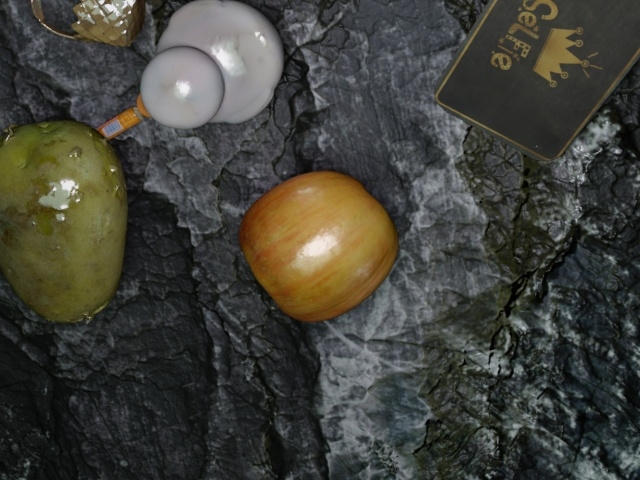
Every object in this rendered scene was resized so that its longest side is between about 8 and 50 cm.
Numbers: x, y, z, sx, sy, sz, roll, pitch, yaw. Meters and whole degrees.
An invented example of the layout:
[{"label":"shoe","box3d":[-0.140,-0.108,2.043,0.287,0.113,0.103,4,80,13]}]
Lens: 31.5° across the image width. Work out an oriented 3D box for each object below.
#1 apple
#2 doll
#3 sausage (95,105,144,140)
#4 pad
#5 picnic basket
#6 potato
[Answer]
[{"label":"apple","box3d":[0.000,0.000,1.887,0.241,0.242,0.242,-34,104,6]},{"label":"doll","box3d":[-0.182,-0.269,1.804,0.251,0.221,0.221,-23,106,16]},{"label":"sausage","box3d":[-0.356,-0.195,1.953,0.107,0.031,0.031,-26,106,17]},{"label":"pad","box3d":[0.319,-0.294,1.741,0.315,0.063,0.375,28,130,-4]},{"label":"picnic basket","box3d":[-0.375,-0.383,1.822,0.179,0.138,0.128,7,113,-1]},{"label":"potato","box3d":[-0.458,-0.029,1.930,0.270,0.219,0.359,16,121,19]}]
